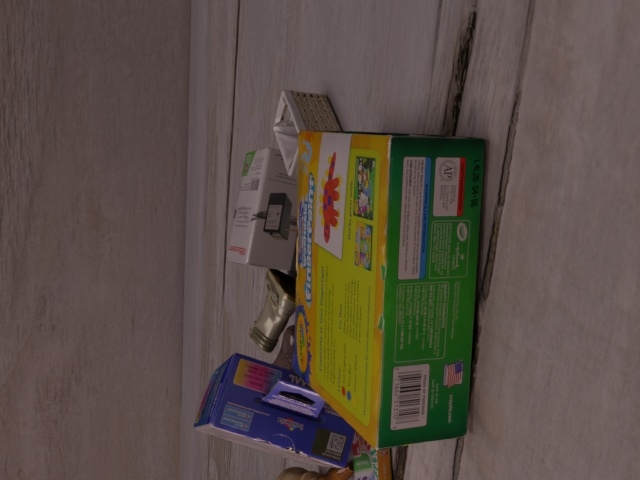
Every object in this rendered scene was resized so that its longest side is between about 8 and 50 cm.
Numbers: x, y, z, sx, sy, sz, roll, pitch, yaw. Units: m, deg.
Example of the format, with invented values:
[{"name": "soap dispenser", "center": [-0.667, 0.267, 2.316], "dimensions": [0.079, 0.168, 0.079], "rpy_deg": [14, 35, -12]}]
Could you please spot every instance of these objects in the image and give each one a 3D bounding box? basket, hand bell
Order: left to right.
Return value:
[{"name": "basket", "center": [-0.027, -0.228, 1.579], "dimensions": [0.113, 0.103, 0.167], "rpy_deg": [109, 152, -44]}, {"name": "hand bell", "center": [0.005, 0.519, 1.595], "dimensions": [0.242, 0.126, 0.126], "rpy_deg": [-47, 48, 47]}]

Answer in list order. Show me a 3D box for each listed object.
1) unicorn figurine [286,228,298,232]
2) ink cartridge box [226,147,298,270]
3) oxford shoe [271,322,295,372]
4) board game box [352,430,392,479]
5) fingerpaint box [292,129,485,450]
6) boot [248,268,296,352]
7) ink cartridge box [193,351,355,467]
[{"name": "unicorn figurine", "center": [0.000, 0.000, 1.608], "dimensions": [0.162, 0.060, 0.111], "rpy_deg": [-33, 59, 48]}, {"name": "ink cartridge box", "center": [-0.129, -0.073, 1.779], "dimensions": [0.198, 0.114, 0.273], "rpy_deg": [-172, 93, -69]}, {"name": "oxford shoe", "center": [-0.095, 0.358, 1.770], "dimensions": [0.130, 0.132, 0.364], "rpy_deg": [-126, 39, -57]}, {"name": "board game box", "center": [0.100, 0.462, 1.404], "dimensions": [0.124, 0.039, 0.260], "rpy_deg": [166, 98, -71]}, {"name": "fingerpaint box", "center": [0.092, 0.049, 1.201], "dimensions": [0.371, 0.163, 0.445], "rpy_deg": [-159, 69, -67]}, {"name": "boot", "center": [-0.119, 0.165, 1.812], "dimensions": [0.165, 0.077, 0.213], "rpy_deg": [-63, 22, 10]}, {"name": "ink cartridge box", "center": [-0.087, 0.343, 1.472], "dimensions": [0.395, 0.269, 0.151], "rpy_deg": [137, 152, -71]}]
